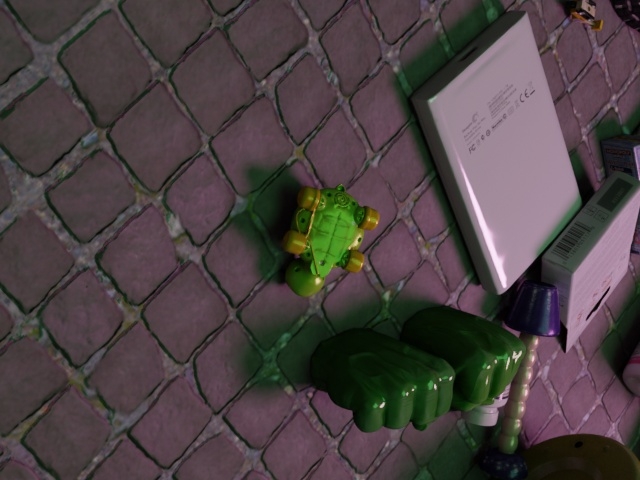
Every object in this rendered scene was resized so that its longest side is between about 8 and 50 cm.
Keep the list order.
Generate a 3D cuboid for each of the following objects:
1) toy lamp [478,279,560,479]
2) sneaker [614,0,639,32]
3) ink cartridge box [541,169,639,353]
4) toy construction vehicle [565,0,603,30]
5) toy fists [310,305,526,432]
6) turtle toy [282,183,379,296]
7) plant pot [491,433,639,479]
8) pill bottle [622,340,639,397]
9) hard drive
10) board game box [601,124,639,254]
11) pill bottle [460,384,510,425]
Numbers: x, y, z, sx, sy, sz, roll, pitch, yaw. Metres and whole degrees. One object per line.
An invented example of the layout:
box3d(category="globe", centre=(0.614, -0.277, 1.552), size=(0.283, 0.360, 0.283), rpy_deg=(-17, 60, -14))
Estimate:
box3d(category="toy lamp", centre=(0.280, 0.193, 1.334), size=(0.080, 0.080, 0.275), rpy_deg=(2, 100, -42))
box3d(category="sneaker", centre=(0.516, -0.352, 1.387), size=(0.300, 0.111, 0.121), rpy_deg=(26, 78, -50))
box3d(category="ink cartridge box", centre=(0.395, 0.035, 1.412), size=(0.189, 0.066, 0.232), rpy_deg=(-47, 154, -21))
box3d(category="toy construction vehicle", centre=(0.357, -0.336, 1.292), size=(0.098, 0.035, 0.086), rpy_deg=(14, 81, -45))
box3d(category="toy fists", centre=(0.129, 0.156, 1.147), size=(0.279, 0.142, 0.096), rpy_deg=(-9, 108, -39))
box3d(category="turtle toy", centre=(0.000, 0.000, 1.041), size=(0.095, 0.066, 0.130), rpy_deg=(19, 92, -20))
box3d(category="plant pot", centre=(0.405, 0.480, 1.371), size=(0.366, 0.366, 0.353), rpy_deg=(-41, 114, -26))
box3d(category="pill bottle", centre=(0.631, 0.145, 1.574), size=(0.283, 0.160, 0.160), rpy_deg=(-55, 130, -15))
box3d(category="hard drive", centre=(0.238, -0.109, 1.239), size=(0.203, 0.040, 0.307), rpy_deg=(-43, 126, -25))
box3d(category="board game box", centre=(0.503, -0.111, 1.460), size=(0.194, 0.060, 0.194), rpy_deg=(-50, 130, -19))
box3d(category="pill bottle", centre=(0.223, 0.184, 1.288), size=(0.067, 0.067, 0.120), rpy_deg=(2, 100, -42))
